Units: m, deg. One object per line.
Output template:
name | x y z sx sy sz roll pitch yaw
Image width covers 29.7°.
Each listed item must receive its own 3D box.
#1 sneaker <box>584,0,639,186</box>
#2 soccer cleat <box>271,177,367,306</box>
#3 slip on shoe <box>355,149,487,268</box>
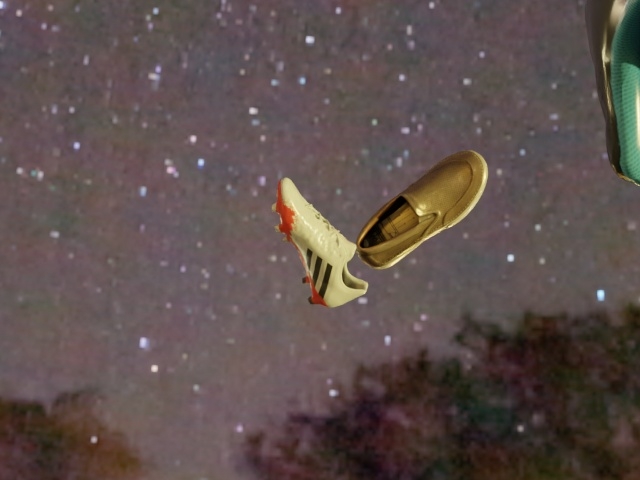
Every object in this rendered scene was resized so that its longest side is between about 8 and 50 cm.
sneaker | 0.174 -0.157 0.433 0.125 0.140 0.341 10 -39 9
soccer cleat | 0.000 0.000 0.662 0.035 0.029 0.083 -13 -63 17
slip on shoe | 0.085 -0.029 1.030 0.135 0.051 0.041 -37 -25 7
